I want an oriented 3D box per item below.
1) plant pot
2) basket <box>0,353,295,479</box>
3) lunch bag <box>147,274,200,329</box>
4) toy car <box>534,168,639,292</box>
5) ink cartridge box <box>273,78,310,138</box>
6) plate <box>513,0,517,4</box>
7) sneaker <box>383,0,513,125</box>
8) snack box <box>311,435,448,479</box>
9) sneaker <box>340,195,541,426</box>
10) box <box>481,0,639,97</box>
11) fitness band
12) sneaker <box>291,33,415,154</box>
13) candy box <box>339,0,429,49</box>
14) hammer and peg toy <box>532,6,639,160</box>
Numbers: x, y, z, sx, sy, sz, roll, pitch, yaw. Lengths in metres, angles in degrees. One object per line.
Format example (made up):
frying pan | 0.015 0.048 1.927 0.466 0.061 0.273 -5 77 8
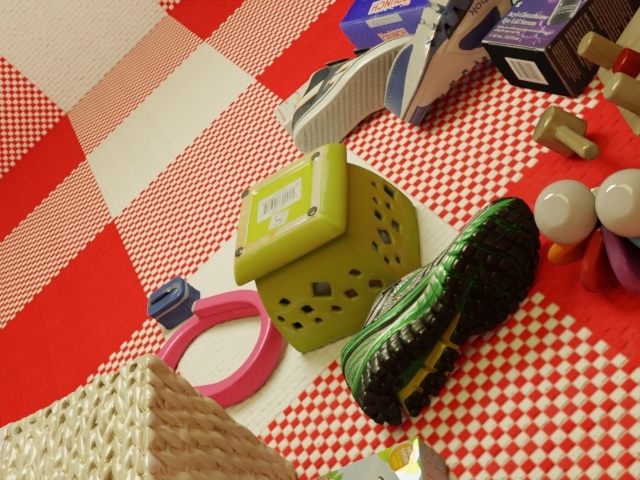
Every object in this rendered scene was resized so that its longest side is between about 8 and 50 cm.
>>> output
plant pot | 0.000 0.000 1.263 0.228 0.207 0.227 -28 37 26
basket | -0.204 0.363 0.976 0.266 0.331 0.328 -34 35 13
lunch bag | -0.284 0.116 1.574 0.098 0.065 0.067 -34 34 16
toy car | 0.347 -0.006 0.970 0.182 0.159 0.136 -8 82 42
ink cartridge box | -0.031 -0.277 1.743 0.122 0.052 0.088 -41 33 8
plate | 0.395 -0.467 1.512 0.188 0.024 0.188 -29 36 24
sneaker | 0.250 -0.332 1.435 0.315 0.182 0.127 -66 24 22
snack box | 0.064 0.348 0.934 0.175 0.070 0.207 -29 37 24
sneaker | 0.147 0.069 1.092 0.343 0.134 0.146 -46 32 -1
box | 0.386 -0.341 1.305 0.207 0.108 0.153 -50 33 -7
fitness band | -0.178 0.184 1.396 0.291 0.054 0.209 -16 43 39
sneaker | 0.069 -0.302 1.594 0.321 0.126 0.127 -33 40 20
candy box | 0.224 -0.521 1.669 0.268 0.122 0.317 5 56 49
hammer and peg toy | 0.426 -0.228 1.054 0.266 0.127 0.361 -79 15 -62
